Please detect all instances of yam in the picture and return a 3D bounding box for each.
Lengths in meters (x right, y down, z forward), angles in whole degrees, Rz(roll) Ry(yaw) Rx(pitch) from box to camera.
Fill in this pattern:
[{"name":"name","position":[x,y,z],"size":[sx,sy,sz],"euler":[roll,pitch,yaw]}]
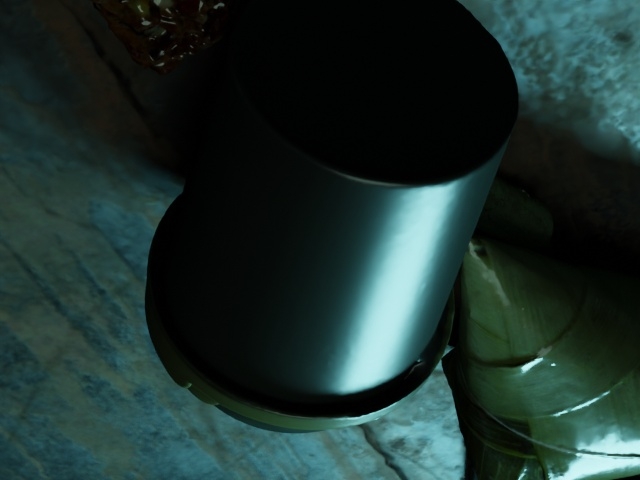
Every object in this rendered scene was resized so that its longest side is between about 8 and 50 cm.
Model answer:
[{"name":"yam","position":[0.135,-0.023,1.142],"size":[0.094,0.043,0.043],"euler":[23,130,-33]}]

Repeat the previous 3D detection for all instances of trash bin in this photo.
[{"name":"trash bin","position":[0.000,0.000,1.004],"size":[0.214,0.214,0.334],"euler":[4,142,-15]}]

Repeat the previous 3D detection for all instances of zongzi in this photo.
[{"name":"zongzi","position":[0.244,0.067,1.168],"size":[0.289,0.154,0.317],"euler":[-13,148,-2]}]

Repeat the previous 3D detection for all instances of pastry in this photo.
[{"name":"pastry","position":[-0.113,-0.185,0.862],"size":[0.097,0.115,0.208],"euler":[-29,135,4]}]

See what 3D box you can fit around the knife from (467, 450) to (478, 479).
[{"name":"knife","position":[0.163,0.215,1.443],"size":[0.060,0.028,0.230],"euler":[-17,142,-10]}]

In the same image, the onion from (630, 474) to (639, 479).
[{"name":"onion","position":[0.410,0.342,1.452],"size":[0.358,0.345,0.358],"euler":[-2,122,-3]}]
